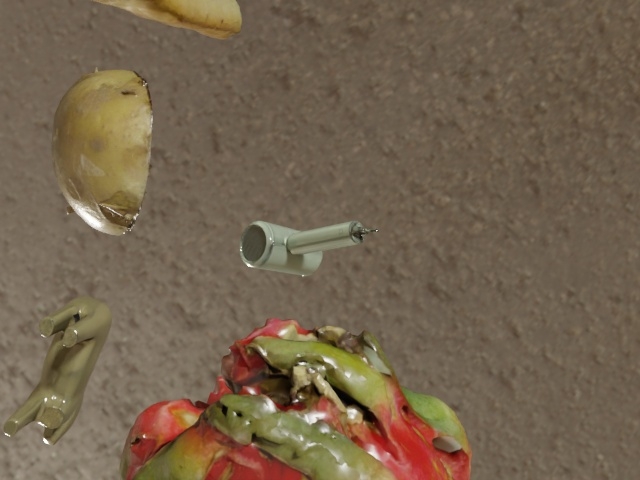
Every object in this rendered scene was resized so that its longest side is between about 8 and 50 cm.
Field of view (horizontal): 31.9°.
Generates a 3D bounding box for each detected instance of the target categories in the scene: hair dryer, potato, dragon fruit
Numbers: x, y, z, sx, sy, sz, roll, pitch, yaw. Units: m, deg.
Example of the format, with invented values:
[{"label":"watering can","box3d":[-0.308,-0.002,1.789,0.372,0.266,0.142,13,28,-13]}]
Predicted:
[{"label":"hair dryer","box3d":[0.000,0.000,0.873,0.124,0.063,0.038,-12,73,42]},{"label":"potato","box3d":[-0.323,-0.124,1.578,0.299,0.115,0.239,-159,70,-67]},{"label":"dragon fruit","box3d":[-0.019,0.189,0.722,0.237,0.231,0.303,21,135,28]}]

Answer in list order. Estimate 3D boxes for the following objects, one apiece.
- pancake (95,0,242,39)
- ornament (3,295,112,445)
[{"label":"pancake","box3d":[-0.177,-0.195,0.601,0.257,0.212,0.056,43,121,11]},{"label":"ornament","box3d":[-0.335,0.181,1.463,0.061,0.245,0.230,23,99,4]}]
